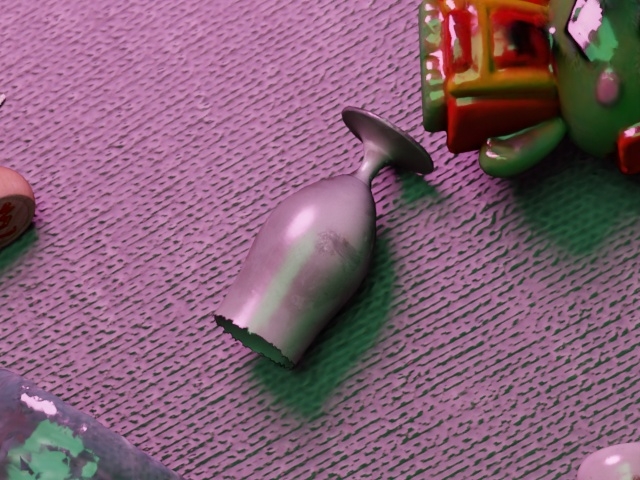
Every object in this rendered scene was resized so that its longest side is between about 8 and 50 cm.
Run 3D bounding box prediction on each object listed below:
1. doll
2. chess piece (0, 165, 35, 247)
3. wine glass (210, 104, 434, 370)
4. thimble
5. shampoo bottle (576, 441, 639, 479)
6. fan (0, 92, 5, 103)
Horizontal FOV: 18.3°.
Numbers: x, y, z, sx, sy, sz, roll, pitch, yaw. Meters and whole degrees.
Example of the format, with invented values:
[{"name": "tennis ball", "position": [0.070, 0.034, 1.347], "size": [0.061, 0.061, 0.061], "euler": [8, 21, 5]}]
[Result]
[{"name": "doll", "position": [0.255, -0.141, 1.510], "size": [0.363, 0.160, 0.182], "euler": [-6, 67, 10]}, {"name": "chess piece", "position": [-0.278, -0.025, 1.651], "size": [0.084, 0.083, 0.038], "euler": [-34, 62, 0]}, {"name": "wine glass", "position": [0.000, 0.000, 1.558], "size": [0.093, 0.093, 0.202], "euler": [28, 75, 24]}, {"name": "thimble", "position": [-0.186, 0.204, 1.464], "size": [0.235, 0.198, 0.143], "euler": [25, 78, 30]}, {"name": "shampoo bottle", "position": [0.231, 0.241, 1.402], "size": [0.074, 0.074, 0.192], "euler": [-13, 67, 10]}, {"name": "fan", "position": [-0.386, -0.021, 1.721], "size": [0.310, 0.010, 0.182], "euler": [-46, 63, -6]}]
